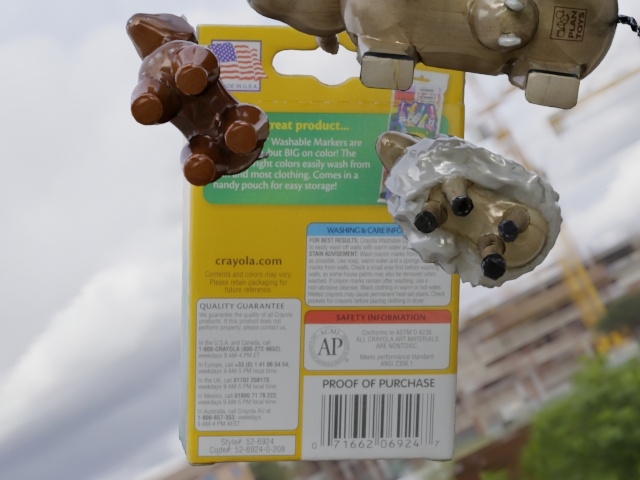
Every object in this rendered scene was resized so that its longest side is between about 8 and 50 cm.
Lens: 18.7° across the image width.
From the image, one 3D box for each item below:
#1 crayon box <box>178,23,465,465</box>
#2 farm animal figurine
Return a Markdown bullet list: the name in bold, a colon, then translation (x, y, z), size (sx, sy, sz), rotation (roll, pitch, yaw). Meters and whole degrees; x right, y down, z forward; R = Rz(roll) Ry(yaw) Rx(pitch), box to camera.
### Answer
- **crayon box**: translation (0.000, 0.000, 1.448), size (0.203, 0.323, 0.083), rotation (0, 9, -9)
- **farm animal figurine**: translation (0.040, -0.174, 1.162), size (0.172, 0.326, 0.330), rotation (-78, 11, -76)
